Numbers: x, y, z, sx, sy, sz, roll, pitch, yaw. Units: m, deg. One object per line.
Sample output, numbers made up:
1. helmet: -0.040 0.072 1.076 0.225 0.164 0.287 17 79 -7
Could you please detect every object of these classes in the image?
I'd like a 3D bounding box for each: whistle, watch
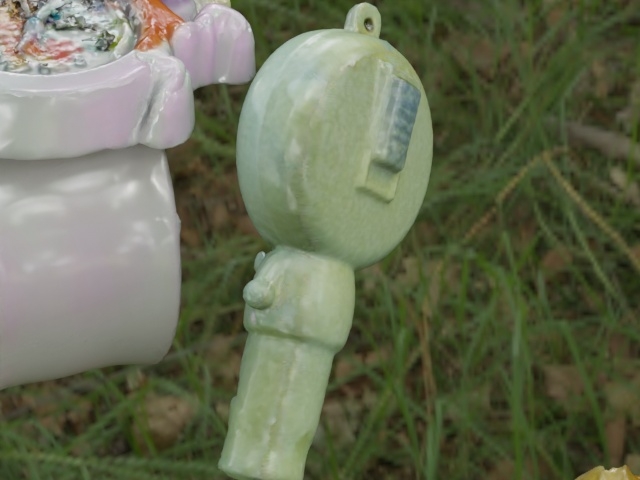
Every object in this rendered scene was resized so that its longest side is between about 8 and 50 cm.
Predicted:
1. whistle: 0.000 0.000 0.825 0.067 0.126 0.258 9 81 39
2. watch: -0.145 -0.048 0.908 0.196 0.231 0.244 -11 39 -21

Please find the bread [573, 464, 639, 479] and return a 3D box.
1. bread: 0.083 0.115 0.345 0.053 0.074 0.132 -7 58 -12
